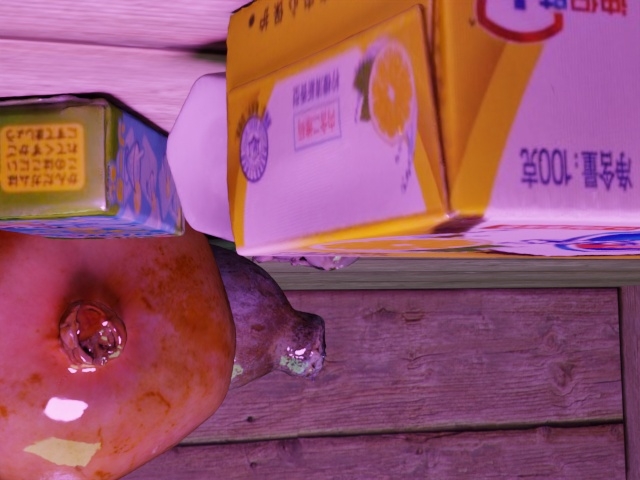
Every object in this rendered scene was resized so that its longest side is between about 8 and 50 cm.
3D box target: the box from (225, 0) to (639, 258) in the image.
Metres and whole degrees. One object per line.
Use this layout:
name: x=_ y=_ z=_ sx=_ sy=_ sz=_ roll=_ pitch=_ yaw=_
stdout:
box: x=0.114 y=-0.045 z=0.532 sx=0.265 sy=0.097 sz=0.168 roll=1 pitch=176 yaw=-27

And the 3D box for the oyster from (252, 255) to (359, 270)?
oyster: x=-0.002 y=0.003 z=1.437 sx=0.108 sy=0.053 sz=0.166 roll=-24 pitch=159 yaw=24

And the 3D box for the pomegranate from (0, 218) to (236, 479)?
pomegranate: x=-0.187 y=0.075 z=1.110 sx=0.252 sy=0.229 sz=0.270 roll=-22 pitch=176 yaw=-20

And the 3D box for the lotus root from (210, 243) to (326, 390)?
lotus root: x=-0.162 y=0.072 z=1.454 sx=0.350 sy=0.175 sz=0.175 roll=6 pitch=178 yaw=17

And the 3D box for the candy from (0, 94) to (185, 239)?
candy: x=-0.141 y=-0.036 z=0.805 sx=0.097 sy=0.062 sz=0.194 roll=-3 pitch=177 yaw=7

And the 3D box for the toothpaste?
toothpaste: x=0.089 y=-0.046 z=0.722 sx=0.371 sy=0.079 sz=0.125 roll=-4 pitch=179 yaw=-44

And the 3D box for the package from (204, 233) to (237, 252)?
package: x=-0.131 y=0.005 z=1.597 sx=0.173 sy=0.027 sz=0.171 roll=-1 pitch=179 yaw=16
